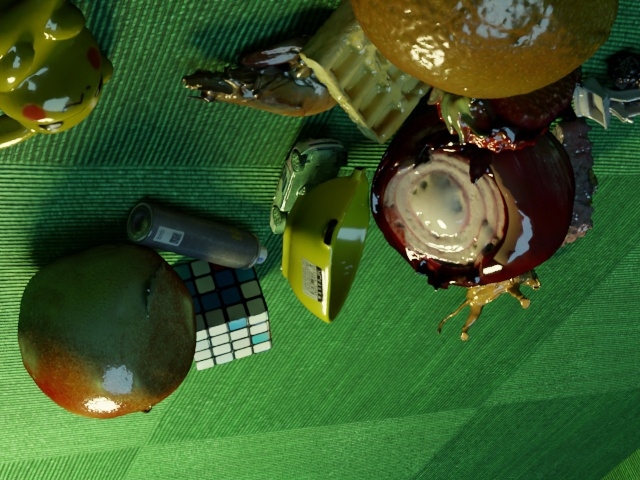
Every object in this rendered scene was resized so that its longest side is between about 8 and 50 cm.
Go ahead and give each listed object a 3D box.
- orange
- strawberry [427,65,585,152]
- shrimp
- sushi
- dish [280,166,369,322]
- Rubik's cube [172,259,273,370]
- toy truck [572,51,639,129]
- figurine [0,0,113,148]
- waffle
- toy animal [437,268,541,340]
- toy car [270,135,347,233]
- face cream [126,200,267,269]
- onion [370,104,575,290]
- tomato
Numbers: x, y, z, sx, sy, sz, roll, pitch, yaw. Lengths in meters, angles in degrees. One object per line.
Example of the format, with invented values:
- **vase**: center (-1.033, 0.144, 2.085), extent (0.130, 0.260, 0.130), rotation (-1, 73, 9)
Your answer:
- **orange**: center (0.213, -0.337, 1.408), extent (0.357, 0.322, 0.322), rotation (18, 132, -30)
- **strawberry**: center (0.280, -0.235, 1.681), extent (0.306, 0.233, 0.138), rotation (-15, 157, -42)
- **shrimp**: center (-0.065, -0.249, 1.628), extent (0.287, 0.063, 0.152), rotation (-2, 141, -34)
- **sushi**: center (0.447, -0.109, 2.099), extent (0.107, 0.241, 0.161), rotation (-7, -175, -28)
- **dish**: center (0.000, 0.000, 1.819), extent (0.108, 0.221, 0.262), rotation (15, 142, 12)
- **Rubik's cube**: center (-0.183, 0.128, 2.048), extent (0.154, 0.151, 0.155), rotation (-16, 149, -7)
- **toy truck**: center (0.591, -0.275, 1.940), extent (0.285, 0.111, 0.136), rotation (-23, 150, 7)
- **figurine**: center (-0.374, -0.234, 1.362), extent (0.218, 0.169, 0.327), rotation (-40, 145, -14)
- **waffle**: center (0.085, -0.267, 1.647), extent (0.168, 0.057, 0.274), rotation (-48, 146, -2)
- **toy animal**: center (0.356, 0.126, 2.443), extent (0.255, 0.114, 0.116), rotation (-30, -169, 21)
- **toy car**: center (-0.027, -0.100, 1.865), extent (0.090, 0.076, 0.224), rotation (-6, 141, -24)
- **face cream**: center (-0.205, -0.002, 1.908), extent (0.283, 0.073, 0.073), rotation (17, 132, -45)
- **onion**: center (0.257, -0.093, 1.832), extent (0.341, 0.341, 0.341), rotation (-15, 148, -10)
- **tomato**: center (-0.353, 0.138, 1.834), extent (0.303, 0.303, 0.239), rotation (-14, 132, -13)
